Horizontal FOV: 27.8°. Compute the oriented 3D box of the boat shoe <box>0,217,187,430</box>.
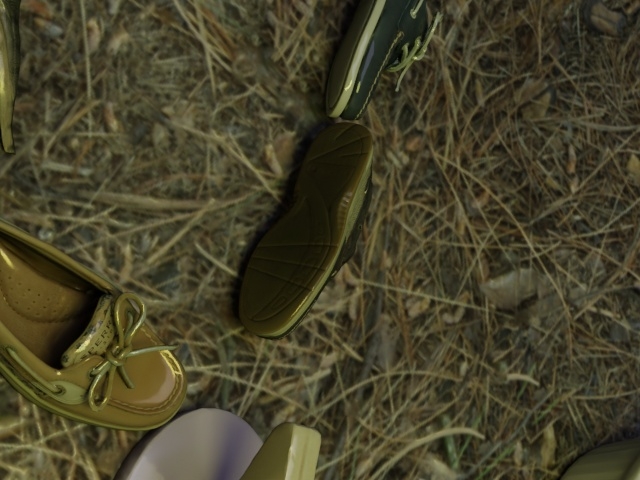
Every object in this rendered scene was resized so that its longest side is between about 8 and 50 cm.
[{"bbox_3d":[-0.212,0.060,0.995,0.285,0.089,0.104,34,63,-25],"label":"boat shoe"}]

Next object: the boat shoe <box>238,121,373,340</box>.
[{"bbox_3d":[-0.001,-0.001,1.164,0.223,0.080,0.073,-67,149,-24],"label":"boat shoe"}]

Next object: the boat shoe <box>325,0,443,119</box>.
[{"bbox_3d":[0.072,-0.213,1.251,0.079,0.095,0.254,28,56,-15],"label":"boat shoe"}]

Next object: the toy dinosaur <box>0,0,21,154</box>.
[{"bbox_3d":[-0.273,-0.210,1.017,0.118,0.064,0.268,11,76,-52],"label":"toy dinosaur"}]

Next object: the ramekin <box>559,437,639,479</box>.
[{"bbox_3d":[0.351,0.328,1.306,0.277,0.135,0.277,7,77,-33],"label":"ramekin"}]

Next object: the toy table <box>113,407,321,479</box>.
[{"bbox_3d":[-0.074,0.266,1.008,0.252,0.161,0.274,6,78,-34],"label":"toy table"}]
